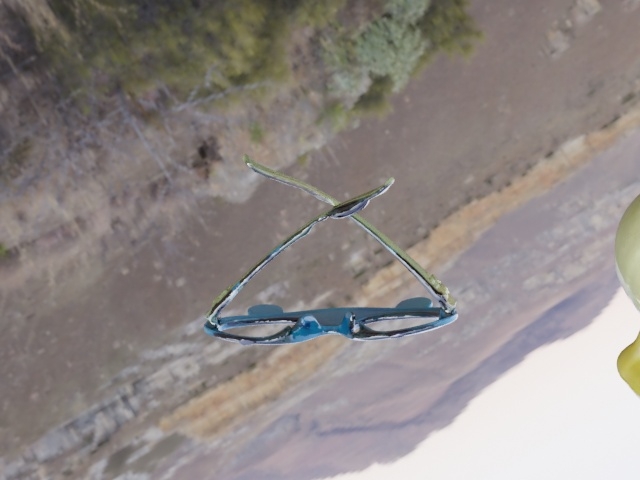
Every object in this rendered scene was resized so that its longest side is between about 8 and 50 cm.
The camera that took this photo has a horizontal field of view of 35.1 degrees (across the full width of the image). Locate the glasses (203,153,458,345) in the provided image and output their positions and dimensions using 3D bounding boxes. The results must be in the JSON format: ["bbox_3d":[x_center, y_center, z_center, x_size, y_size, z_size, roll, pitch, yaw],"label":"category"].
[{"bbox_3d":[-0.004,0.025,0.908,0.239,0.207,0.102,-5,-138,13],"label":"glasses"}]

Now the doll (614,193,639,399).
[{"bbox_3d":[0.221,-0.030,0.440,0.141,0.117,0.296,-1,144,-12],"label":"doll"}]
